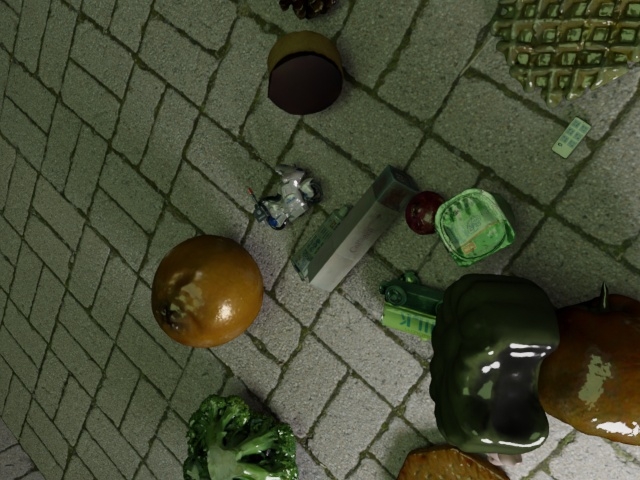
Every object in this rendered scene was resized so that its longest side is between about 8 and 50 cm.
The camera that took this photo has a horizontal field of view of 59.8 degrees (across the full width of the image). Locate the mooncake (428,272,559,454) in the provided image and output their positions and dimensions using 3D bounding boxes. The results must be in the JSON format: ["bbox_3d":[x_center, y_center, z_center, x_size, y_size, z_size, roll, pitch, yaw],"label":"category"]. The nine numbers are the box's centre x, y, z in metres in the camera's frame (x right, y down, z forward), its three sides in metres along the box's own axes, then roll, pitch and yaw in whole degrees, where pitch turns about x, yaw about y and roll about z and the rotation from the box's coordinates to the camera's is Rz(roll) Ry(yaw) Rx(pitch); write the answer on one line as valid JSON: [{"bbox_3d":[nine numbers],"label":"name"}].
[{"bbox_3d":[0.328,0.236,1.109,0.187,0.351,0.352,3,103,1],"label":"mooncake"}]

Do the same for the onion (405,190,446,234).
[{"bbox_3d":[0.246,-0.064,1.311,0.107,0.097,0.107,-12,73,43],"label":"onion"}]

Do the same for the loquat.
[{"bbox_3d":[-0.324,0.145,1.602,0.328,0.328,0.329,7,103,32],"label":"loquat"}]

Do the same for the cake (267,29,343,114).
[{"bbox_3d":[-0.044,-0.436,1.381,0.185,0.207,0.178,-37,51,34],"label":"cake"}]

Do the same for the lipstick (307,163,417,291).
[{"bbox_3d":[0.095,-0.022,1.411,0.372,0.076,0.080,-52,27,29],"label":"lipstick"}]

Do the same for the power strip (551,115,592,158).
[{"bbox_3d":[0.517,-0.211,1.147,0.040,0.016,0.090,41,119,20],"label":"power strip"}]

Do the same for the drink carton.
[{"bbox_3d":[0.348,-0.042,1.217,0.146,0.142,0.144,-34,83,34],"label":"drink carton"}]

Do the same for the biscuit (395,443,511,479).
[{"bbox_3d":[0.348,0.683,1.417,0.358,0.046,0.360,7,102,32],"label":"biscuit"}]

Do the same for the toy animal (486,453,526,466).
[{"bbox_3d":[0.396,0.448,1.243,0.124,0.212,0.125,2,93,31],"label":"toy animal"}]

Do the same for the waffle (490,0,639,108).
[{"bbox_3d":[0.498,-0.434,1.093,0.309,0.056,0.292,-35,80,34],"label":"waffle"}]

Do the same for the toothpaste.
[{"bbox_3d":[0.001,0.001,1.514,0.069,0.047,0.268,39,122,0],"label":"toothpaste"}]

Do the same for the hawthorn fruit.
[{"bbox_3d":[0.551,0.226,1.073,0.267,0.267,0.301,9,100,32],"label":"hawthorn fruit"}]

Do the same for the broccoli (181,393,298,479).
[{"bbox_3d":[-0.232,0.664,1.651,0.310,0.320,0.414,141,128,-58],"label":"broccoli"}]

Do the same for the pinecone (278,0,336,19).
[{"bbox_3d":[-0.048,-0.623,1.352,0.162,0.165,0.163,15,114,38],"label":"pinecone"}]

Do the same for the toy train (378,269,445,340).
[{"bbox_3d":[0.257,0.177,1.355,0.253,0.105,0.158,14,118,29],"label":"toy train"}]

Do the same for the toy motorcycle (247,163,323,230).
[{"bbox_3d":[-0.100,-0.124,1.528,0.221,0.102,0.150,-34,92,33],"label":"toy motorcycle"}]
